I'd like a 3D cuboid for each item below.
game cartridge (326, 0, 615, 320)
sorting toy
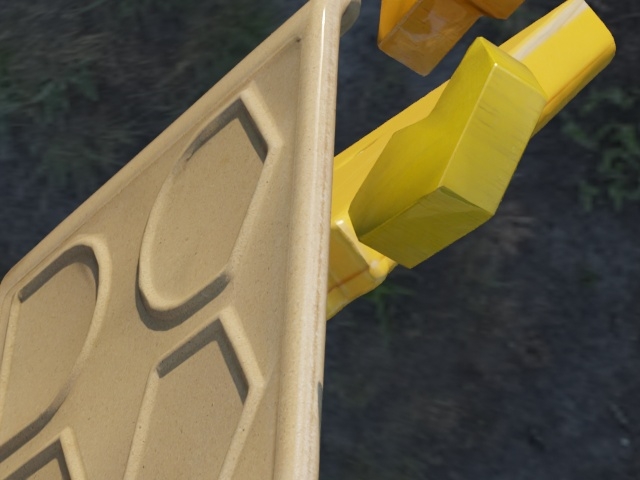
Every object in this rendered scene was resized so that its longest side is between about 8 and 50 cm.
[{"bbox_3d":[0.000,0.000,1.095,0.052,0.285,0.324,52,42,-6],"label":"game cartridge"},{"bbox_3d":[-0.028,0.029,0.589,0.041,0.307,0.229,29,47,-25],"label":"sorting toy"}]
